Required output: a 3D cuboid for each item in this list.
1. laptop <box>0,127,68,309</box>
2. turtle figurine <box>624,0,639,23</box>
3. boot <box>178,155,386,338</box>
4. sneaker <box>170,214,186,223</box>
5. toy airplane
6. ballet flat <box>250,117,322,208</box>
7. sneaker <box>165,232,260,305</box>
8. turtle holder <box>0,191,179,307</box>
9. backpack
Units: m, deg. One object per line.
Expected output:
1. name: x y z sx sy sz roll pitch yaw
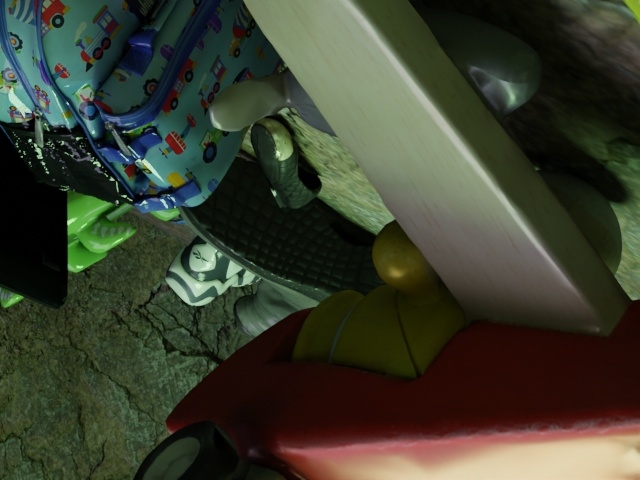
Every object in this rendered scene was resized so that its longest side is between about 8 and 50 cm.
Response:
1. laptop: -0.302 -0.186 0.571 0.236 0.408 0.382 -5 167 7
2. turtle figurine: 0.038 -0.104 0.264 0.217 0.087 0.269 30 173 4
3. boot: -0.052 0.049 1.283 0.338 0.118 0.222 34 146 -15
4. sneaker: -0.172 -0.059 1.400 0.078 0.067 0.188 17 164 -30
5. toy airplane: 0.116 0.052 0.564 0.384 0.272 0.386 19 135 8
6. ballet flat: -0.031 -0.074 1.018 0.058 0.049 0.173 63 177 15
7. sneaker: -0.096 -0.016 1.490 0.094 0.153 0.235 48 -147 12
8. turtle holder: -0.317 -0.068 1.235 0.320 0.243 0.227 -26 95 41
9. backpack: -0.107 -0.117 0.563 0.116 0.158 0.173 18 156 27
